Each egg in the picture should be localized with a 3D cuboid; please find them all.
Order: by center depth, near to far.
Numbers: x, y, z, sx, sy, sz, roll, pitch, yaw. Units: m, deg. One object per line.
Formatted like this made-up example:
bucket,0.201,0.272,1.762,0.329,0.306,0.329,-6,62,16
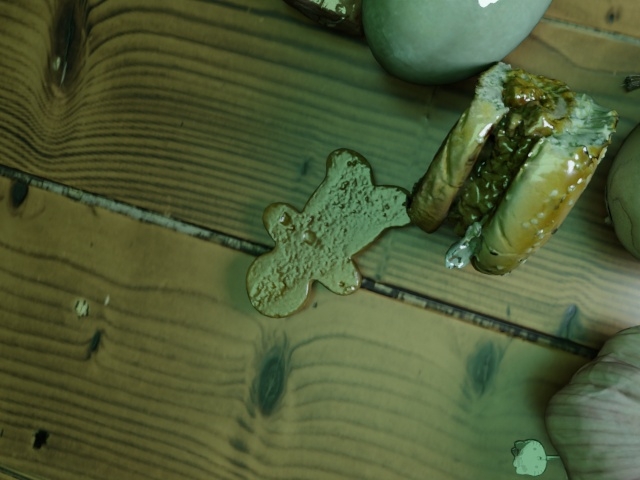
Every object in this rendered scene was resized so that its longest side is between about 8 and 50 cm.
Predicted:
egg,0.207,-0.382,1.042,0.258,0.258,0.352,36,83,9

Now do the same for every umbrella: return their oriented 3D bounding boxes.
umbrella,0.494,-0.245,1.105,0.083,0.031,0.020,-7,54,7

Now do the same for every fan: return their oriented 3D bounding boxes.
fan,0.335,0.331,1.113,0.083,0.004,0.055,-6,86,9

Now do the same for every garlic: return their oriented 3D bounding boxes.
garlic,0.474,0.267,0.963,0.318,0.259,0.317,-1,77,2

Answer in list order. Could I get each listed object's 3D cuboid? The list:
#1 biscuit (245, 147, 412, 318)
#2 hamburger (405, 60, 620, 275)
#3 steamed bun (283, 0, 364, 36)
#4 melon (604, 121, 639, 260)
biscuit,0.000,0.000,1.164,0.197,0.049,0.301,43,94,13
hamburger,0.249,-0.097,1.009,0.195,0.318,0.276,32,125,7
steamed bun,0.022,-0.413,1.156,0.175,0.106,0.144,28,87,-4
melon,0.543,-0.078,0.970,0.330,0.268,0.268,-24,83,28
